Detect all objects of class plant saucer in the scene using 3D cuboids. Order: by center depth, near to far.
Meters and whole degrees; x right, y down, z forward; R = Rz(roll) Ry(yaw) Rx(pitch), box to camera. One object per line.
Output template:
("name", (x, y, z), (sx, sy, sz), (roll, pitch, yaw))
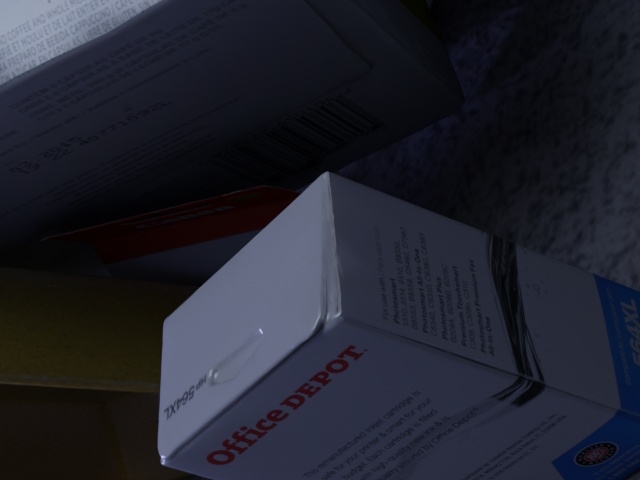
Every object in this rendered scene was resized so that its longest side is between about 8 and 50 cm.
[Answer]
("plant saucer", (-0.183, 0.088, 1.061), (0.333, 0.333, 0.081), (-26, 62, 52))

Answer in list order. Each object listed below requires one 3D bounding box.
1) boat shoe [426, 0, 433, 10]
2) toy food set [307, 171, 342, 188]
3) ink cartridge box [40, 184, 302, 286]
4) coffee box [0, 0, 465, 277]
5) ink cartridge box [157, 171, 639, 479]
("boat shoe", (0.027, -0.225, 1.172), (0.091, 0.109, 0.305), (64, -157, -73))
("toy food set", (0.000, 0.000, 1.140), (0.083, 0.020, 0.082), (-57, 30, 20))
("ink cartridge box", (-0.056, 0.009, 1.024), (0.145, 0.179, 0.045), (-13, 83, 21))
("coffee box", (-0.163, -0.186, 0.993), (0.338, 0.338, 0.334), (-25, 74, 15))
("ink cartridge box", (0.045, 0.065, 0.823), (0.148, 0.203, 0.086), (-42, 38, 40))
